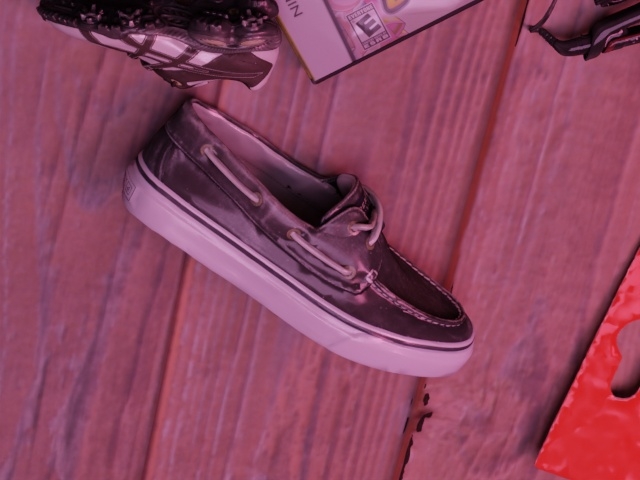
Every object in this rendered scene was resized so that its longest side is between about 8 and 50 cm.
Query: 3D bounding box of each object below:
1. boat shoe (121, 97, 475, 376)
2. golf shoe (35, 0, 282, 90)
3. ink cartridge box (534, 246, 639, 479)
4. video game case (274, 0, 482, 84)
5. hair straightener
[{"bbox_3d":[0.000,0.000,1.573,0.335,0.121,0.119,29,116,-14],"label":"boat shoe"},{"bbox_3d":[-0.130,-0.159,1.512,0.198,0.077,0.094,10,138,8],"label":"golf shoe"},{"bbox_3d":[0.426,0.157,1.663,0.385,0.091,0.308,21,108,-6],"label":"ink cartridge box"},{"bbox_3d":[0.057,-0.287,1.482,0.275,0.035,0.248,-26,115,10],"label":"video game case"},{"bbox_3d":[0.280,-0.209,1.536,0.230,0.047,0.089,-13,116,8],"label":"hair straightener"}]
